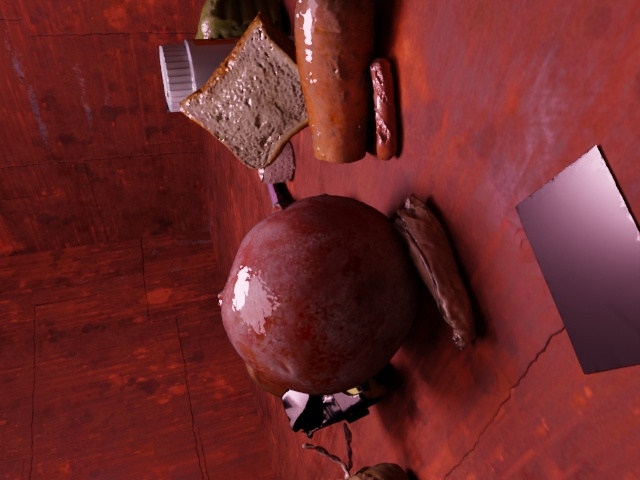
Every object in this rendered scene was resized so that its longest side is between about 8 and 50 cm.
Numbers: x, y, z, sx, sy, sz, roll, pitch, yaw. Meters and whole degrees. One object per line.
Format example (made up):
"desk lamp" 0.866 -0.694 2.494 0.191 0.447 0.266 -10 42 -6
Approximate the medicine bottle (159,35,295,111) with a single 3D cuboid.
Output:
"medicine bottle" -0.193 -0.375 1.128 0.158 0.318 0.158 170 90 -71

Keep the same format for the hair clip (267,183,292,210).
"hair clip" -0.117 -0.110 1.440 0.096 0.110 0.359 -52 27 9

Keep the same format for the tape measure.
"tape measure" 0.045 0.296 0.967 0.186 0.199 0.112 15 -133 -60

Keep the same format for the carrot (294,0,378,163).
"carrot" 0.023 -0.278 0.817 0.139 0.138 0.302 -121 26 -49

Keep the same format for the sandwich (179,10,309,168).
"sandwich" -0.124 -0.286 1.013 0.251 0.226 0.087 -39 27 23

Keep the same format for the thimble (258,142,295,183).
"thimble" -0.126 -0.215 1.374 0.102 0.090 0.115 -133 39 -60

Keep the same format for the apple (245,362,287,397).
"apple" -0.059 0.259 1.185 0.257 0.233 0.257 171 90 -69

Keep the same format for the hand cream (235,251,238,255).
"hand cream" -0.128 0.102 1.370 0.230 0.149 0.230 61 168 23

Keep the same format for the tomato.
"tomato" 0.001 0.084 0.789 0.282 0.316 0.317 37 139 29

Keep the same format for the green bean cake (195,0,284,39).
"green bean cake" -0.207 -0.499 1.268 0.248 0.222 0.125 117 141 -57

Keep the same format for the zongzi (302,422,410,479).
"zongzi" 0.197 0.543 0.770 0.467 0.218 0.500 -21 62 43

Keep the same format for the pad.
"pad" 0.256 0.024 0.473 0.127 0.004 0.190 123 134 -64

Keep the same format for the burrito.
"burrito" 0.157 0.038 0.686 0.058 0.063 0.230 -45 57 56

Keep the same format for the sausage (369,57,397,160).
"sausage" 0.100 -0.203 0.781 0.042 0.036 0.158 -68 -27 -76
